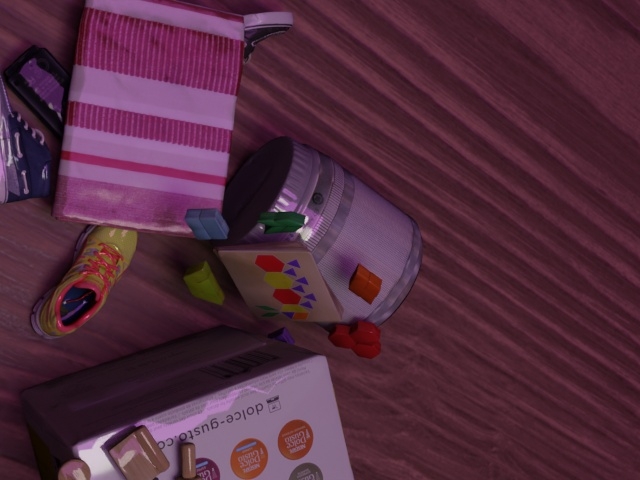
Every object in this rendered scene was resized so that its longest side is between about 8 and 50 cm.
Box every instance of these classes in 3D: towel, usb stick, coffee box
[{"bbox_3d":[-0.237,-0.176,1.423,0.237,0.037,0.329,8,89,-22],"label":"towel"},{"bbox_3d":[-0.327,-0.151,1.430,0.077,0.045,0.278,-46,112,-12],"label":"usb stick"},{"bbox_3d":[-0.174,0.335,1.366,0.337,0.338,0.335,-17,100,-26],"label":"coffee box"}]

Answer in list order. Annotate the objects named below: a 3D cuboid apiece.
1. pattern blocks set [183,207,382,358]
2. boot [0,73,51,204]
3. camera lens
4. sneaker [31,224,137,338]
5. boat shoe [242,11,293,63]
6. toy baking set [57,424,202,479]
[{"bbox_3d":[-0.052,0.060,1.403,0.325,0.285,0.026,78,22,-52],"label":"pattern blocks set"},{"bbox_3d":[-0.417,-0.146,1.374,0.086,0.069,0.190,-10,105,-36],"label":"boot"},{"bbox_3d":[0.000,0.000,1.518,0.274,0.219,0.219,34,76,-26],"label":"camera lens"},{"bbox_3d":[-0.316,0.053,1.416,0.081,0.094,0.209,37,73,-23],"label":"sneaker"},{"bbox_3d":[-0.139,-0.294,1.516,0.219,0.077,0.070,-17,100,-19],"label":"boat shoe"},{"bbox_3d":[-0.222,0.338,1.137,0.196,0.030,0.256,-8,96,-23],"label":"toy baking set"}]
